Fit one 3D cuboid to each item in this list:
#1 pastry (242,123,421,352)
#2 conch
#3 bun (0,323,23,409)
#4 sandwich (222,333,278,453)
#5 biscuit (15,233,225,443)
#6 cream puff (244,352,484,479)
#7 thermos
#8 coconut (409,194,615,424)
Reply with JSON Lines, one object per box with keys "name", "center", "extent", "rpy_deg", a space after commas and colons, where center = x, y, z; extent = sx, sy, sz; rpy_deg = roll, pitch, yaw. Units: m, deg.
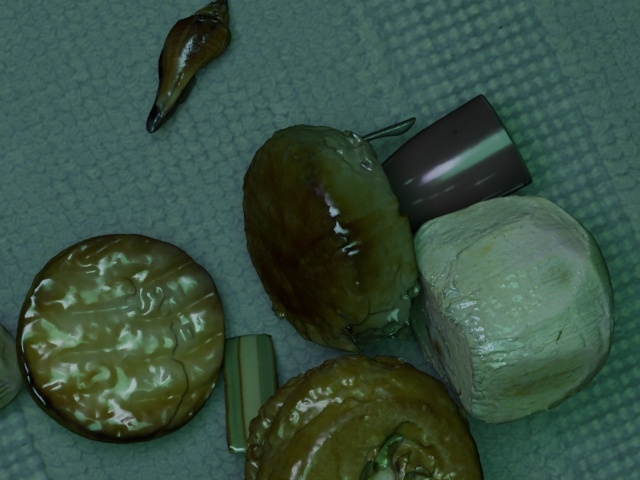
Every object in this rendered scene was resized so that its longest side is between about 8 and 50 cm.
{"name": "pastry", "center": [0.000, 0.000, 1.790], "extent": [0.136, 0.329, 0.330], "rpy_deg": [-22, 86, -30]}
{"name": "conch", "center": [-0.197, -0.261, 1.913], "extent": [0.080, 0.086, 0.233], "rpy_deg": [37, 84, 2]}
{"name": "bun", "center": [-0.515, 0.171, 1.847], "extent": [0.193, 0.178, 0.128], "rpy_deg": [-34, 44, 23]}
{"name": "sandwich", "center": [-0.096, 0.213, 1.868], "extent": [0.079, 0.113, 0.163], "rpy_deg": [-5, 85, -2]}
{"name": "biscuit", "center": [-0.277, 0.136, 1.860], "extent": [0.296, 0.102, 0.296], "rpy_deg": [2, 83, -17]}
{"name": "cream puff", "center": [0.057, 0.316, 1.749], "extent": [0.343, 0.231, 0.327], "rpy_deg": [44, 75, -15]}
{"name": "thermos", "center": [0.143, -0.092, 1.885], "extent": [0.265, 0.146, 0.176], "rpy_deg": [-28, 99, 4]}
{"name": "coconut", "center": [0.264, 0.086, 1.797], "extent": [0.254, 0.297, 0.297], "rpy_deg": [-18, 87, -9]}
